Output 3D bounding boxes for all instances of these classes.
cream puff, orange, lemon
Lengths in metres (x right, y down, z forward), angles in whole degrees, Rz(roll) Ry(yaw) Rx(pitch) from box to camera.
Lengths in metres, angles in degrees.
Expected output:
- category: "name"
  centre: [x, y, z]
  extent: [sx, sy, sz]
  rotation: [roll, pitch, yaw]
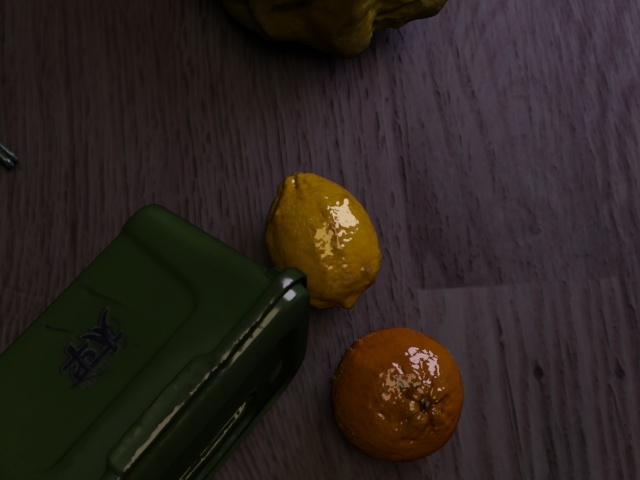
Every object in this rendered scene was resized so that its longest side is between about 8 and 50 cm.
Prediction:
- category: "cream puff"
  centre: [0.001, -0.350, 0.904]
  extent: [0.323, 0.270, 0.274]
  rotation: [24, 79, 1]
- category: "orange"
  centre: [0.079, 0.152, 0.851]
  extent: [0.135, 0.117, 0.135]
  rotation: [6, 67, -15]
- category: "lemon"
  centre: [0.000, 0.000, 0.881]
  extent: [0.114, 0.114, 0.155]
  rotation: [-23, 80, -17]

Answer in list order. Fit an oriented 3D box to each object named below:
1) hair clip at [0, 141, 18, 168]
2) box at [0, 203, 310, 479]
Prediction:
- category: "hair clip"
  centre: [-0.383, -0.173, 0.898]
  extent: [0.070, 0.039, 0.229]
  rotation: [-24, 84, -17]
- category: "box"
  centre: [-0.166, 0.140, 0.745]
  extent: [0.178, 0.253, 0.328]
  rotation: [37, 69, 15]
